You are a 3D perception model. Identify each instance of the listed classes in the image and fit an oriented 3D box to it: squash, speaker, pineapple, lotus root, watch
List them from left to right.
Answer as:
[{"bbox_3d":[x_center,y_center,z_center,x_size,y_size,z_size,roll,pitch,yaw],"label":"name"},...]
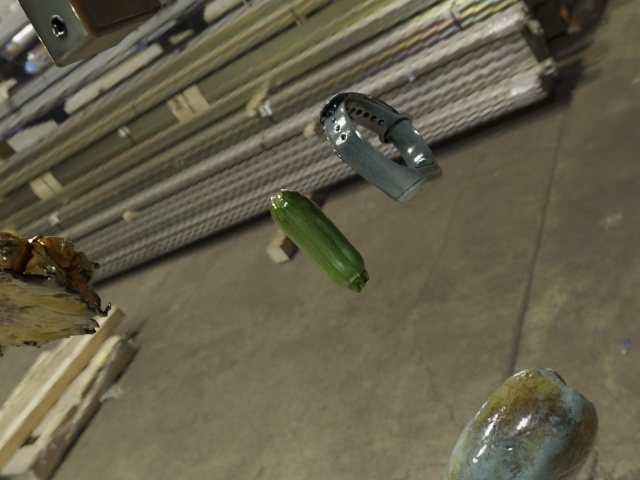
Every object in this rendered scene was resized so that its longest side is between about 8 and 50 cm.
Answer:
[{"bbox_3d":[-0.273,0.044,0.648,0.221,0.221,0.047,-22,60,33],"label":"pineapple"},{"bbox_3d":[-0.417,-0.445,1.373,0.153,0.230,0.192,-18,15,45],"label":"speaker"},{"bbox_3d":[0.000,0.000,1.273,0.068,0.219,0.077,-42,20,0],"label":"squash"},{"bbox_3d":[0.098,-0.146,1.228,0.068,0.193,0.206,-44,-9,28],"label":"watch"},{"bbox_3d":[0.262,0.328,1.139,0.322,0.158,0.140,-57,11,12],"label":"lotus root"}]
